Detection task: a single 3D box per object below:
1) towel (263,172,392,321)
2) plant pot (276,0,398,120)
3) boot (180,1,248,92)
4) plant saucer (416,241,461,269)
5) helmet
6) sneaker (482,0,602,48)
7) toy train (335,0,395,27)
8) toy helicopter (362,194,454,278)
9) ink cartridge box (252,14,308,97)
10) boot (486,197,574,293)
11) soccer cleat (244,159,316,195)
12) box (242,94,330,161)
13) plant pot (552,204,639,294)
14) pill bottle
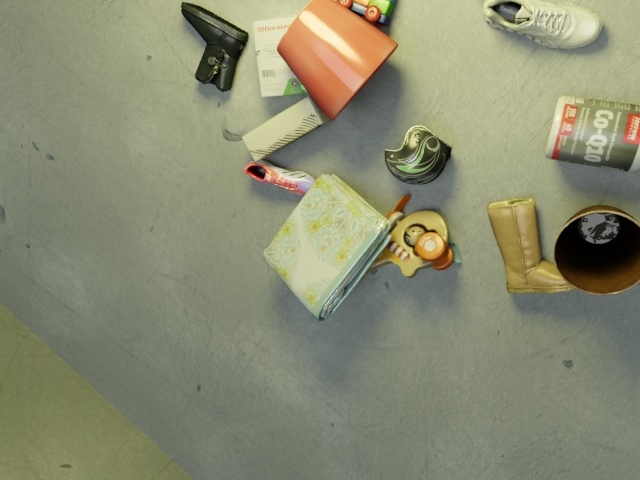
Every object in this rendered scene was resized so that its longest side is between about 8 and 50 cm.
[{"bbox_3d":[0.017,0.011,1.731,0.374,0.090,0.320,-53,54,13],"label":"towel"},{"bbox_3d":[0.034,-0.506,1.509,0.243,0.275,0.275,42,121,-6],"label":"plant pot"},{"bbox_3d":[-0.365,-0.611,1.775,0.246,0.094,0.207,30,115,5],"label":"boot"},{"bbox_3d":[0.340,0.053,1.746,0.192,0.018,0.067,-14,102,29],"label":"plant saucer"},{"bbox_3d":[0.271,-0.237,1.586,0.169,0.169,0.162,38,103,7],"label":"helmet"},{"bbox_3d":[0.538,-0.542,1.375,0.292,0.118,0.110,19,114,16],"label":"sneaker"},{"bbox_3d":[0.096,-0.699,1.534,0.248,0.105,0.143,29,108,13],"label":"toy train"},{"bbox_3d":[0.215,0.016,1.703,0.355,0.140,0.235,-26,65,17],"label":"toy helicopter"},{"bbox_3d":[-0.105,-0.550,1.679,0.160,0.092,0.220,3,109,23],"label":"ink cartridge box"},{"bbox_3d":[0.607,0.012,1.568,0.236,0.089,0.270,-8,104,27],"label":"boot"},{"bbox_3d":[-0.130,-0.201,1.821,0.248,0.095,0.083,23,117,16],"label":"soccer cleat"},{"bbox_3d":[-0.102,-0.352,1.744,0.275,0.113,0.094,-24,99,31],"label":"box"},{"bbox_3d":[0.715,-0.004,1.427,0.215,0.230,0.216,9,113,22],"label":"plant pot"},{"bbox_3d":[0.716,-0.258,1.372,0.283,0.161,0.161,13,114,20],"label":"pill bottle"}]
